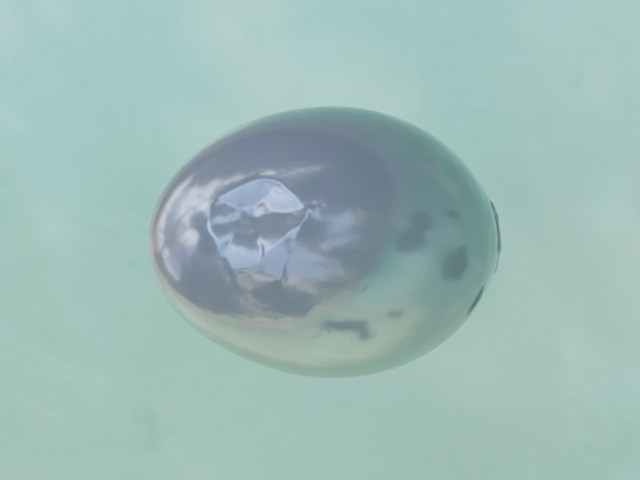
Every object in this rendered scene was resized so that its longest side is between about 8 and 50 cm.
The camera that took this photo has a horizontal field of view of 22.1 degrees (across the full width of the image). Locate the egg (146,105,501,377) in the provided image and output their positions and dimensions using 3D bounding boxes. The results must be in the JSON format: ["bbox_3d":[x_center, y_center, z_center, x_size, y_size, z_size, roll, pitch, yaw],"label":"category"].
[{"bbox_3d":[0.000,0.000,1.049,0.176,0.231,0.176,-14,73,56],"label":"egg"}]
